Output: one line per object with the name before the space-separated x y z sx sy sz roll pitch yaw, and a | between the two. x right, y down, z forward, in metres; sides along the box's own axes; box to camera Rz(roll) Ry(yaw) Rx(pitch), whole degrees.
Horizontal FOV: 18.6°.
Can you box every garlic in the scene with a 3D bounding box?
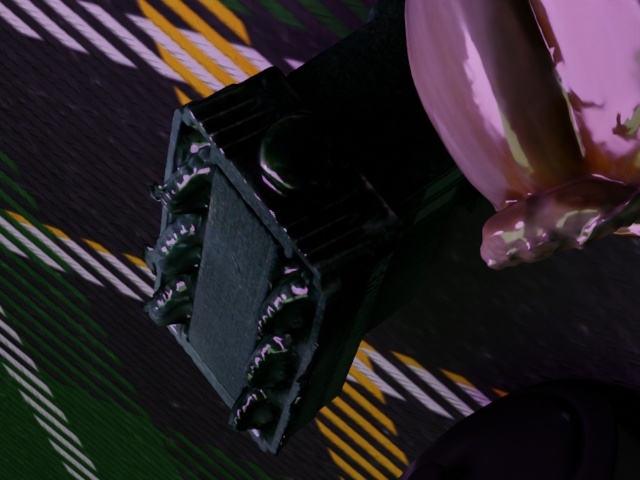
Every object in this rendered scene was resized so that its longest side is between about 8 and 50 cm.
garlic | 0.143 -0.092 0.847 0.160 0.214 0.191 -15 81 38

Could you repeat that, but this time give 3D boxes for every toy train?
toy train | 0.000 0.000 1.127 0.138 0.178 0.330 50 161 14

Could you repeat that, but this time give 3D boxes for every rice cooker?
rice cooker | 0.138 0.224 1.254 0.227 0.241 0.280 42 -171 -19
